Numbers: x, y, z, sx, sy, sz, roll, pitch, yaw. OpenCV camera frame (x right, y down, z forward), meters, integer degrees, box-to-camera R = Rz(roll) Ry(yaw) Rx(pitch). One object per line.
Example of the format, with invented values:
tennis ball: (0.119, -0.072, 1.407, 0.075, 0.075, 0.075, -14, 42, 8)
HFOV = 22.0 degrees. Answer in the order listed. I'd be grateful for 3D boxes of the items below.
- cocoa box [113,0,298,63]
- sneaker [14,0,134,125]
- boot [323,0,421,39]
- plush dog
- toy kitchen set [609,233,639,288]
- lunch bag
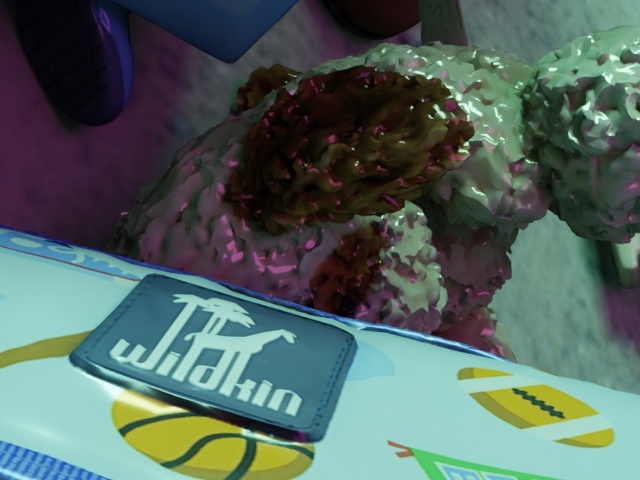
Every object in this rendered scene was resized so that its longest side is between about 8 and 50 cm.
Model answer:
cocoa box: (-0.098, -0.272, 0.595, 0.347, 0.231, 0.228, 27, 55, -21)
sneaker: (-0.100, -0.120, 0.704, 0.059, 0.053, 0.144, -8, 80, -47)
boot: (0.098, -0.207, 0.731, 0.096, 0.280, 0.264, 10, 99, -31)
plush dog: (0.000, 0.000, 0.663, 0.210, 0.262, 0.225, 39, 29, 18)
toy kitchen set: (0.255, -0.020, 1.008, 0.207, 0.166, 0.122, 57, 28, -69)
lunch bag: (-0.061, 0.157, 0.417, 0.328, 0.239, 0.385, 15, 48, 3)
